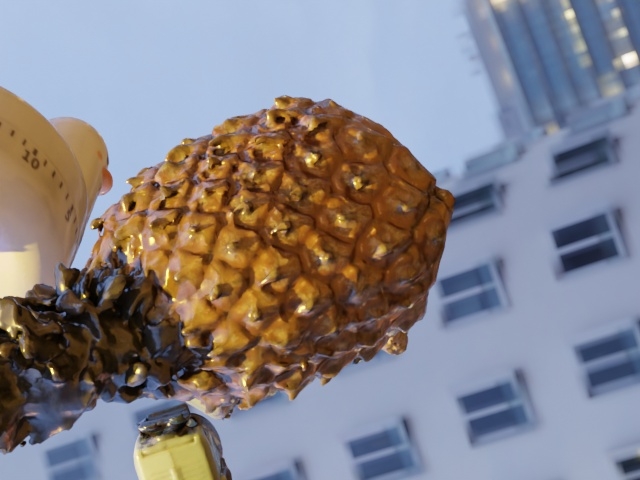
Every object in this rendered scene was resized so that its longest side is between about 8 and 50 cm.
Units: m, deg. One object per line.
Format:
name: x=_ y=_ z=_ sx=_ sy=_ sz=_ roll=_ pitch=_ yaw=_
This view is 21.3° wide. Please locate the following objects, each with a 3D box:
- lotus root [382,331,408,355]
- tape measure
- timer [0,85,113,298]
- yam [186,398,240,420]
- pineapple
lotus root: x=-0.002 y=0.002 z=1.812 sx=0.131 sy=0.146 sz=0.303 roll=-15 pitch=-123 yaw=-25
tape measure: x=-0.157 y=0.292 z=2.092 sx=0.207 sy=0.115 sz=0.235 roll=-104 pitch=-2 yaw=-76
timer: x=-0.298 y=-0.039 z=1.380 sx=0.233 sy=0.233 sz=0.240 roll=55 pitch=-150 yaw=-30
yam: x=-0.147 y=0.105 z=2.400 sx=0.271 sy=0.202 sz=0.201 roll=-57 pitch=-18 yaw=-28
pineapple: x=-0.091 y=0.044 z=1.140 sx=0.362 sy=0.202 sz=0.202 roll=-30 pitch=-79 yaw=-35
